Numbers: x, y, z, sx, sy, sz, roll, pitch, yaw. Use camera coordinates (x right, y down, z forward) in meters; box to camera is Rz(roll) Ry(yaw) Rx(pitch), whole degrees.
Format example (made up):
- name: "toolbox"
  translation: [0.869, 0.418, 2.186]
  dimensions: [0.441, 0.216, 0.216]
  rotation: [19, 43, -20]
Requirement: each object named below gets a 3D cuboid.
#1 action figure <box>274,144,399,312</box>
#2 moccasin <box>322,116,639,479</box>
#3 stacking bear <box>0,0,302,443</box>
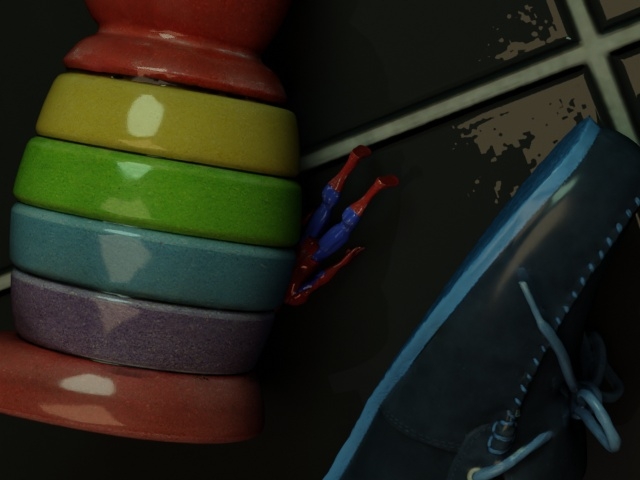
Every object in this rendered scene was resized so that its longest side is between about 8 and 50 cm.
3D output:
- name: "action figure"
  translation: [0.000, 0.000, 1.017]
  dimensions: [0.038, 0.030, 0.115]
  rotation: [46, 117, 13]
- name: "moccasin"
  translation: [0.092, 0.090, 0.961]
  dimensions: [0.117, 0.138, 0.342]
  rotation: [34, 124, 7]
- name: "stacking bear"
  translation: [-0.085, -0.050, 0.973]
  dimensions: [0.164, 0.175, 0.289]
  rotation: [11, 94, 40]
